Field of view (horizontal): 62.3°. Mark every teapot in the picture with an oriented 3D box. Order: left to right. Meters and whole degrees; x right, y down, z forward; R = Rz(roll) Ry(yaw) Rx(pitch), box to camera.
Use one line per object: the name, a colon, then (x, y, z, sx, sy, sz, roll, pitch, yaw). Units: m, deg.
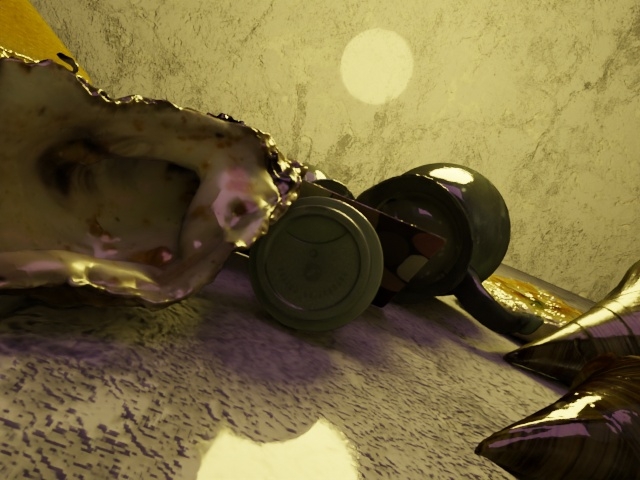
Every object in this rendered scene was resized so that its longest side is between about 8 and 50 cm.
teapot: (0.170, 0.027, 0.799, 0.223, 0.305, 0.285, -22, -5, 27)

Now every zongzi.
zongzi: (0.202, 0.131, 0.412, 0.241, 0.111, 0.247, 16, 4, -2)
zongzi: (0.404, 0.109, 0.743, 0.300, 0.138, 0.286, 11, 40, 7)

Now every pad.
pad: (0.000, 0.000, 0.598, 0.235, 0.158, 0.003, 22, 49, -8)

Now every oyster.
oyster: (-0.134, -0.035, 0.358, 0.110, 0.166, 0.341, -20, 6, 31)

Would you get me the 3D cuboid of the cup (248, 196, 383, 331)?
cup: (-0.001, 0.022, 0.511, 0.120, 0.120, 0.141, 24, 0, 5)

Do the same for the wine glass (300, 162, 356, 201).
wine glass: (-0.023, -0.084, 1.046, 0.126, 0.126, 0.241, 20, 8, -21)

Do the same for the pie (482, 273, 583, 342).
pie: (0.398, 0.138, 0.943, 0.338, 0.075, 0.337, 23, 11, -5)

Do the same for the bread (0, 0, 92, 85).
bread: (-0.491, -0.290, 0.649, 0.333, 0.143, 0.323, 51, 12, 7)

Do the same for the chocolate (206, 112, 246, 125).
chocolate: (-0.141, -0.106, 0.660, 0.156, 0.133, 0.156, 31, -20, 12)
